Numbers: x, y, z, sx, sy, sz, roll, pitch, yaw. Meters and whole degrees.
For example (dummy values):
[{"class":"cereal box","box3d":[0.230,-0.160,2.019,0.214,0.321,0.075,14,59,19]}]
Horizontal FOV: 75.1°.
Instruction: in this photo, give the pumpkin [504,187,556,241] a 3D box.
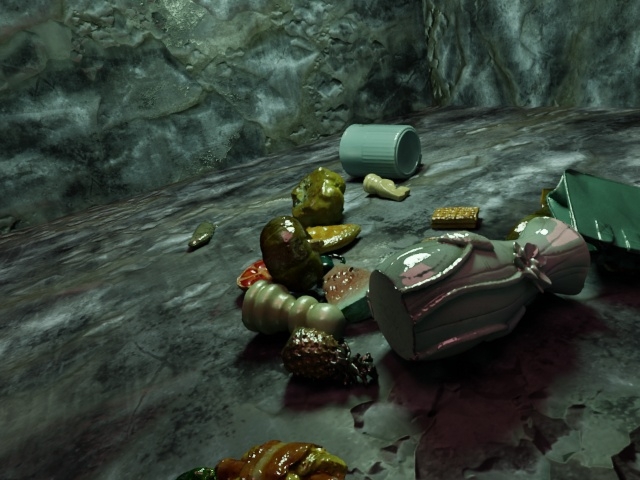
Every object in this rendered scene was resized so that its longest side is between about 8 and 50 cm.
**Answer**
[{"class":"pumpkin","box3d":[0.681,-0.041,1.129,0.258,0.095,0.290,22,48,34]}]

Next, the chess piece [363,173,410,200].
[{"class":"chess piece","box3d":[0.281,-0.217,1.764,0.090,0.090,0.200,-29,39,-33]}]

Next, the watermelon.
[{"class":"watermelon","box3d":[0.075,0.127,1.092,0.154,0.094,0.241,-28,24,-10]}]

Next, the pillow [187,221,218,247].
[{"class":"pillow","box3d":[-0.487,-0.032,1.751,0.093,0.051,0.241,-16,22,5]}]

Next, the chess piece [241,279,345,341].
[{"class":"chess piece","box3d":[-0.054,0.177,0.983,0.243,0.133,0.133,9,31,29]}]

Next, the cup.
[{"class":"cup","box3d":[0.307,-0.407,2.016,0.311,0.331,0.257,13,68,42]}]

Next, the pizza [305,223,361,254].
[{"class":"pizza","box3d":[0.000,0.000,1.428,0.292,0.058,0.197,-21,24,-23]}]

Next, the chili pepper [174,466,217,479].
[{"class":"chili pepper","box3d":[-0.227,0.400,0.672,0.118,0.035,0.055,-21,8,-28]}]

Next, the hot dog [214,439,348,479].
[{"class":"hot dog","box3d":[-0.064,0.354,0.605,0.213,0.103,0.146,-5,25,20]}]

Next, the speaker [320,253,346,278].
[{"class":"speaker","box3d":[0.024,0.071,1.226,0.094,0.060,0.075,-43,22,11]}]

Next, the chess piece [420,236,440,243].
[{"class":"chess piece","box3d":[0.337,0.021,1.234,0.083,0.038,0.083,-10,25,5]}]

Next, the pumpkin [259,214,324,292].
[{"class":"pumpkin","box3d":[-0.065,0.031,1.107,0.162,0.219,0.219,-27,22,9]}]

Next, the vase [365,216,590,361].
[{"class":"vase","box3d":[0.331,0.086,0.869,0.445,0.250,0.250,-16,23,-17]}]

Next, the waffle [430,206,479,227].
[{"class":"waffle","box3d":[0.450,-0.077,1.389,0.148,0.042,0.102,0,25,27]}]

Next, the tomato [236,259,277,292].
[{"class":"tomato","box3d":[-0.167,0.116,1.233,0.155,0.069,0.155,-18,27,10]}]

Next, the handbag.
[{"class":"handbag","box3d":[0.690,-0.037,0.989,0.268,0.100,0.274,14,47,2]}]

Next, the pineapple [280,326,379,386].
[{"class":"pineapple","box3d":[0.023,0.241,0.842,0.197,0.108,0.108,10,30,19]}]

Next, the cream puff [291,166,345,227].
[{"class":"cream puff","box3d":[0.002,-0.146,1.640,0.282,0.185,0.282,-34,39,33]}]
